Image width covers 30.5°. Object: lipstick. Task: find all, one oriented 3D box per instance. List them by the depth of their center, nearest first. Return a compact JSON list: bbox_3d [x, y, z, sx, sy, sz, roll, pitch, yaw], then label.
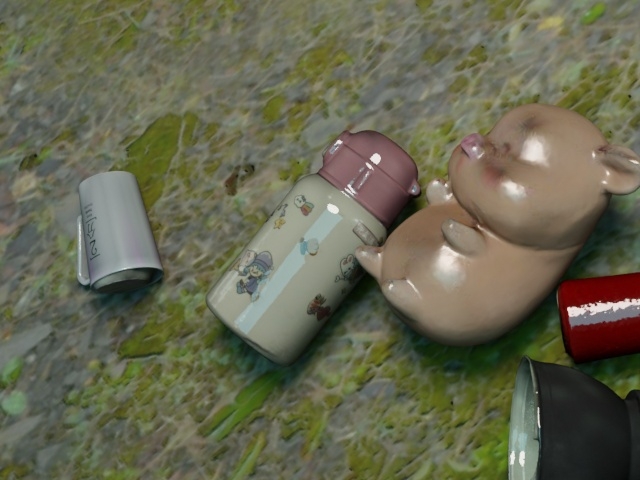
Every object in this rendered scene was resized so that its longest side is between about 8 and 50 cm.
[{"bbox_3d":[0.334,0.056,1.043,0.241,0.080,0.080,-9,78,13],"label":"lipstick"}]

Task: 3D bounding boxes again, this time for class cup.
[{"bbox_3d":[-0.217,0.000,1.203,0.104,0.074,0.116,-29,68,37],"label":"cup"}]

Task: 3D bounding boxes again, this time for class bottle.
[{"bbox_3d":[0.000,0.000,1.120,0.110,0.110,0.233,39,92,17],"label":"bottle"}]

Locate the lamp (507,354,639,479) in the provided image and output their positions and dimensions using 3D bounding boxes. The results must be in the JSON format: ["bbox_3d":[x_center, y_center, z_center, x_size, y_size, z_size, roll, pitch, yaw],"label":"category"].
[{"bbox_3d":[0.283,0.185,1.005,0.227,0.147,0.172,4,88,1],"label":"lamp"}]

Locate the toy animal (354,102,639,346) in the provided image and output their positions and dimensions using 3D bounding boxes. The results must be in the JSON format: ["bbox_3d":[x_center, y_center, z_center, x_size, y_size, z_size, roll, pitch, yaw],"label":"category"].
[{"bbox_3d":[0.162,-0.013,1.057,0.250,0.154,0.166,-47,40,10],"label":"toy animal"}]
